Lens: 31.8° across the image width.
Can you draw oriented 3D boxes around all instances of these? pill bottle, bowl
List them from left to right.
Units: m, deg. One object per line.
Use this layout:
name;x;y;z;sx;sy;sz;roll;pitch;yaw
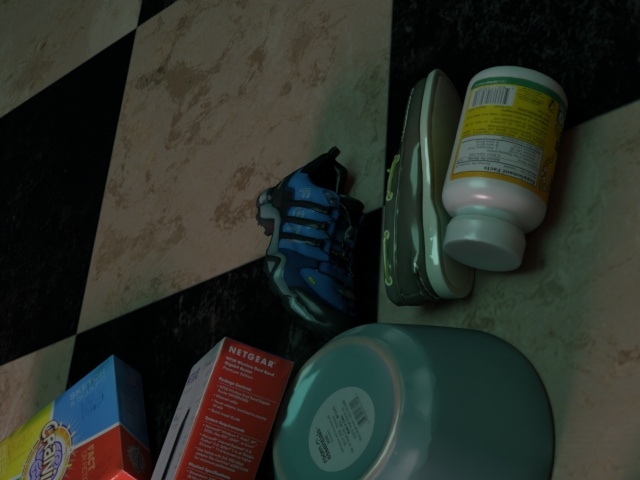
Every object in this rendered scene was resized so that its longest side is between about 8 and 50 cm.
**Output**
bowl;0.068;0.209;1.173;0.311;0.163;0.311;-28;46;33
pill bottle;0.201;-0.077;1.252;0.117;0.117;0.208;-6;61;46

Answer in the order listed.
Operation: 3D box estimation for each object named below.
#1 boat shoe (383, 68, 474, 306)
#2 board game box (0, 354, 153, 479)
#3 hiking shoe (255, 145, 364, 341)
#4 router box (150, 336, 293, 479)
boat shoe;0.122;-0.066;1.341;0.091;0.109;0.305;-18;57;35
board game box;-0.382;0.343;1.606;0.316;0.064;0.242;-38;35;12
hiking shoe;0.000;0.000;1.427;0.132;0.113;0.304;-44;40;20
router box;-0.145;0.282;1.298;0.335;0.082;0.301;135;155;-72
